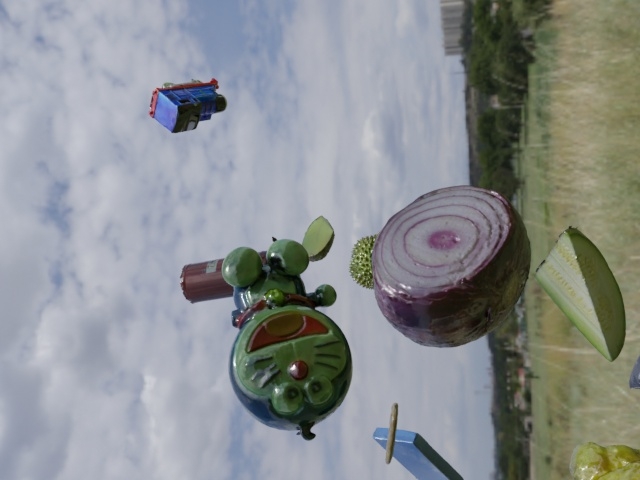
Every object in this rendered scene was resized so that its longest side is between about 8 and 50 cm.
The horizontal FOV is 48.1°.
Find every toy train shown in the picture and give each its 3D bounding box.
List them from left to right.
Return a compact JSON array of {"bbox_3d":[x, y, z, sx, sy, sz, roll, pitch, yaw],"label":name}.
[{"bbox_3d":[-0.325,-0.341,1.794,0.204,0.131,0.083,-22,-38,-46],"label":"toy train"}]

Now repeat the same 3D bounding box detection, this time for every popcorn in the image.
[{"bbox_3d":[0.669,0.620,1.535,0.293,0.292,0.335,-4,-84,-51],"label":"popcorn"}]

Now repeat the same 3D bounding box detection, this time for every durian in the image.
[{"bbox_3d":[0.168,0.047,1.988,0.198,0.159,0.146,-48,-56,-30],"label":"durian"}]

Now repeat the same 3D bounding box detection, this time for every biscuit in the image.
[{"bbox_3d":[0.153,0.414,1.540,0.071,0.018,0.147,-68,-15,-65],"label":"biscuit"}]

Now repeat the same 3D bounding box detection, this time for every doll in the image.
[{"bbox_3d":[-0.055,0.167,1.166,0.186,0.198,0.322,95,166,-59],"label":"doll"}]

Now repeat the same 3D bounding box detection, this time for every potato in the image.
[{"bbox_3d":[0.000,0.000,2.246,0.054,0.119,0.198,51,-163,-29],"label":"potato"}]

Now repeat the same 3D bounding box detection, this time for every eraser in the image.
[{"bbox_3d":[0.286,0.628,2.055,0.312,0.144,0.043,48,-127,-34],"label":"eraser"}]

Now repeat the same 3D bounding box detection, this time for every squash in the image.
[{"bbox_3d":[0.682,0.119,1.755,0.289,0.111,0.203,51,147,26],"label":"squash"}]

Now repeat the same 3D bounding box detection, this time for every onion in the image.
[{"bbox_3d":[0.254,0.071,1.404,0.337,0.281,0.260,-51,-40,-27],"label":"onion"}]

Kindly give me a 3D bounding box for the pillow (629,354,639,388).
[{"bbox_3d":[1.003,0.392,2.156,0.141,0.055,0.208,-58,-1,-11],"label":"pillow"}]

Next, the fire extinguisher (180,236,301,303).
[{"bbox_3d":[-0.190,0.069,1.795,0.107,0.336,0.147,-80,-28,-48],"label":"fire extinguisher"}]
